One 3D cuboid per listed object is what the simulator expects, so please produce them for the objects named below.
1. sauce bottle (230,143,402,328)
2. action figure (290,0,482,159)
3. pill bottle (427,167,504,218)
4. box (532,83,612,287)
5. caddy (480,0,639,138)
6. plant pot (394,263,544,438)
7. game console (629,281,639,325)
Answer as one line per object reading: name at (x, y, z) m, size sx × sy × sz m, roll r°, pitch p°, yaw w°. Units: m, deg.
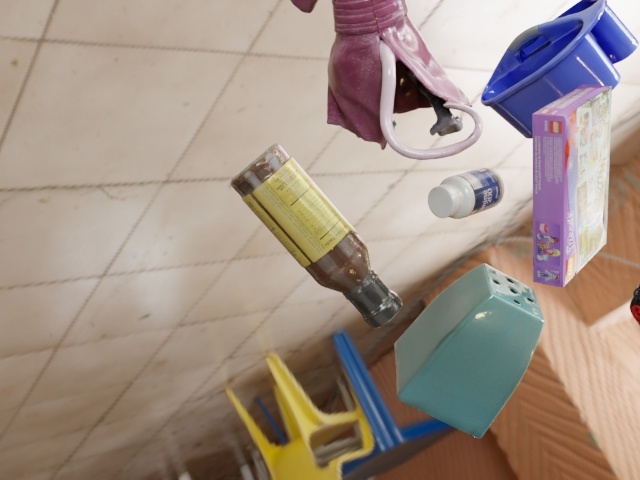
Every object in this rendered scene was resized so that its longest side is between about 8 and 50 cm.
sauce bottle at (0.000, 0.000, 1.337) m, size 0.111 × 0.344 × 0.111 m, roll -39°, pitch -171°, yaw 8°
action figure at (0.056, -0.303, 1.106) m, size 0.248 × 0.275 × 0.370 m, roll -16°, pitch 116°, yaw 5°
pill bottle at (0.222, -0.070, 1.240) m, size 0.120 × 0.067 × 0.067 m, roll -18°, pitch 157°, yaw -40°
box at (0.420, -0.095, 1.351) m, size 0.201 × 0.057 × 0.293 m, roll -31°, pitch 123°, yaw -45°
caddy at (0.476, -0.367, 1.672) m, size 0.241 × 0.179 × 0.341 m, roll -56°, pitch -166°, yaw -28°
plant pot at (0.258, 0.171, 1.359) m, size 0.234 × 0.166 × 0.165 m, roll -57°, pitch -168°, yaw 25°
game console at (0.822, 0.080, 1.787) m, size 0.342 × 0.060 × 0.386 m, roll 43°, pitch 68°, yaw -31°
